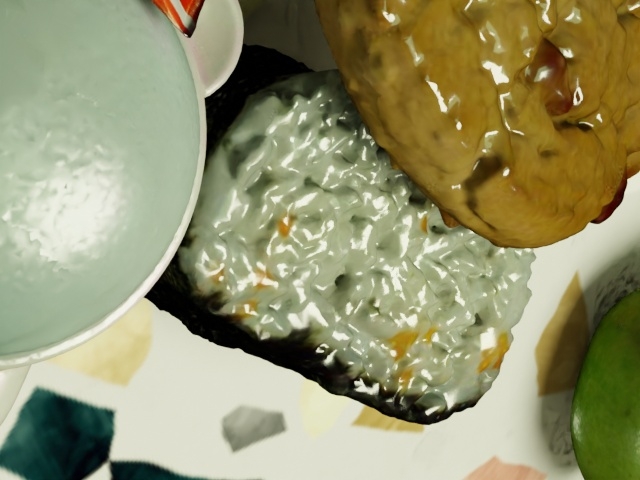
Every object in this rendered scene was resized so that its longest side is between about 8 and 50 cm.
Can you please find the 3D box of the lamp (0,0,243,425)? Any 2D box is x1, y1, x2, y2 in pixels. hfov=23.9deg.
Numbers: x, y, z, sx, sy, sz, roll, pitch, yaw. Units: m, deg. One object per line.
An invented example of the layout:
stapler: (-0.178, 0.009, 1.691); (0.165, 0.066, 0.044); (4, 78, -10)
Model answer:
lamp: (-0.135, -0.019, 0.555); (0.179, 0.108, 0.246); (28, 87, -25)

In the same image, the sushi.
sushi: (0.000, 0.000, 0.717); (0.225, 0.126, 0.136); (34, 86, -47)

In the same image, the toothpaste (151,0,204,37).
toothpaste: (-0.099, -0.158, 0.535); (0.193, 0.045, 0.071); (49, 31, -25)

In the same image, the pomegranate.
pomegranate: (0.275, 0.090, 1.003); (0.241, 0.190, 0.159); (-26, 103, -32)

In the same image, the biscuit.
biscuit: (0.088, -0.142, 0.672); (0.296, 0.075, 0.295); (13, 73, -49)
